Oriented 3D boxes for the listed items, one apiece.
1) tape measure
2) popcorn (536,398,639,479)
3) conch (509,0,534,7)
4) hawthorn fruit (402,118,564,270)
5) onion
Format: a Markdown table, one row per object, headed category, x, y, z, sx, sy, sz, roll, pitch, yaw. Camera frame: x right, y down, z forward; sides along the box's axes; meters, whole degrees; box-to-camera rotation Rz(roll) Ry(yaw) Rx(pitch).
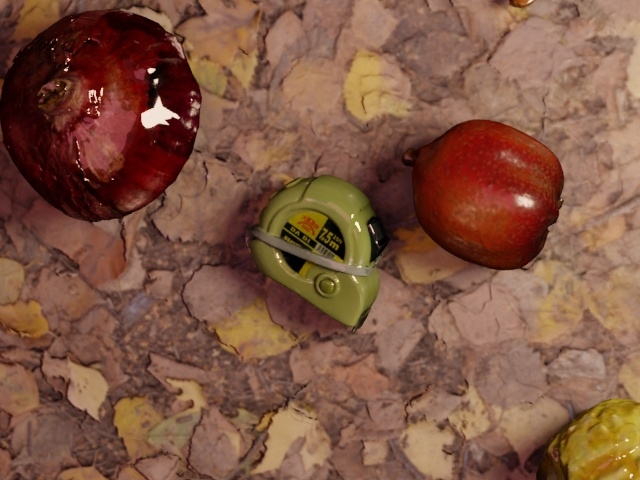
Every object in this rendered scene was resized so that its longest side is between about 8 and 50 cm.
| category | x | y | z | sx | sy | sz | roll | pitch | yaw |
| --- | --- | --- | --- | --- | --- | --- | --- | --- | --- |
| tape measure | 0.000 | 0.000 | 1.684 | 0.177 | 0.087 | 0.154 | 29 | 115 | 9 |
| popcorn | 0.328 | 0.283 | 1.614 | 0.198 | 0.198 | 0.212 | 49 | 139 | 2 |
| conch | 0.265 | -0.388 | 1.567 | 0.158 | 0.127 | 0.255 | 41 | 131 | 13 |
| hawthorn fruit | 0.176 | -0.053 | 1.603 | 0.188 | 0.169 | 0.169 | 17 | 102 | 9 |
| onion | -0.263 | -0.147 | 1.658 | 0.252 | 0.219 | 0.252 | 0 | 89 | 14 |
